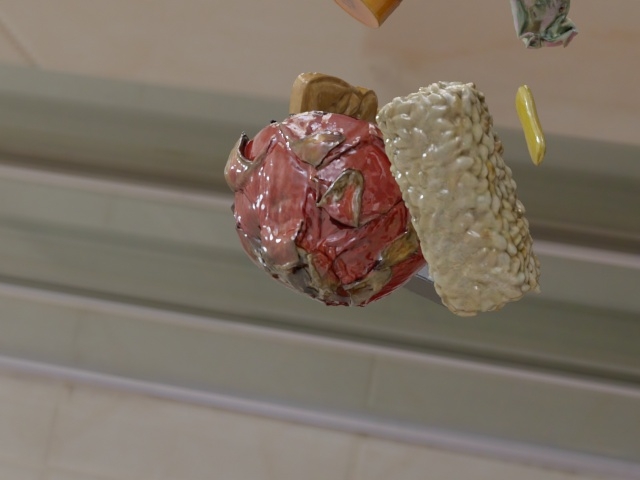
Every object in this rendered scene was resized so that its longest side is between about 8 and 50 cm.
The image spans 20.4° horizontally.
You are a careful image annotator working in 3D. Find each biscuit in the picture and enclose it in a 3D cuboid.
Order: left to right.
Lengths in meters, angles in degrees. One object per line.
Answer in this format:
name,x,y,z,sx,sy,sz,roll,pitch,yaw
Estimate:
biscuit,0.016,-0.099,1.892,0.162,0.035,0.250,-55,-31,-16
biscuit,0.095,-0.029,1.242,0.168,0.082,0.070,71,-157,-11

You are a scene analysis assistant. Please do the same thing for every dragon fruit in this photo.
dragon fruit,0.003,-0.001,1.678,0.218,0.224,0.148,96,-168,-54

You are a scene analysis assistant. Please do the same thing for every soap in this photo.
soap,0.201,-0.111,1.698,0.034,0.012,0.089,109,155,-52

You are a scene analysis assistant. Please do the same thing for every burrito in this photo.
burrito,0.283,-0.406,2.391,0.066,0.096,0.309,-131,27,-69

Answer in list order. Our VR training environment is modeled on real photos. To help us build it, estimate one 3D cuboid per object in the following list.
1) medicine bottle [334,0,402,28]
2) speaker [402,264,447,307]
medicine bottle,0.101,-0.355,2.027,0.222,0.112,0.149,-49,-14,-7
speaker,0.079,0.020,2.081,0.040,0.191,0.046,-54,-29,-21
